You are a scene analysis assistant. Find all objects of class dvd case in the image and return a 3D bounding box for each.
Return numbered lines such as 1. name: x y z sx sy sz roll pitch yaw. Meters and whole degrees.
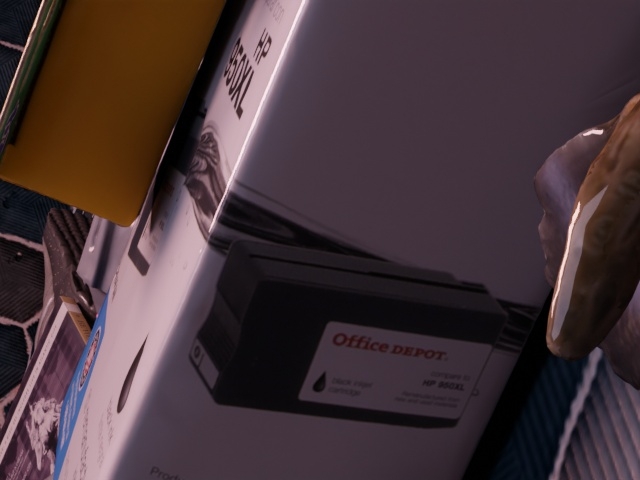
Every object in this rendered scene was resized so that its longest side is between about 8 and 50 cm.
1. dvd case: -0.187 0.169 1.270 0.221 0.018 0.164 51 122 49

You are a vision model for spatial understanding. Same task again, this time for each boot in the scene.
1. boot: -0.223 0.110 1.488 0.338 0.118 0.222 -106 36 -74

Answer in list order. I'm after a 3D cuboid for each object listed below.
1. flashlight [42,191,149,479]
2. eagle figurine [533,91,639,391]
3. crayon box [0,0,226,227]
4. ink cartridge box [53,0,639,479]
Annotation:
1. flashlight: -0.145 0.113 1.105 0.103 0.103 0.304 -122 44 -68
2. eagle figurine: 0.144 -0.071 0.477 0.226 0.225 0.298 -27 -14 8
3. crayon box: -0.095 -0.142 0.947 0.323 0.083 0.203 -85 18 -70
4. ink cartridge box: 0.000 0.000 0.881 0.285 0.166 0.395 -109 41 -71
